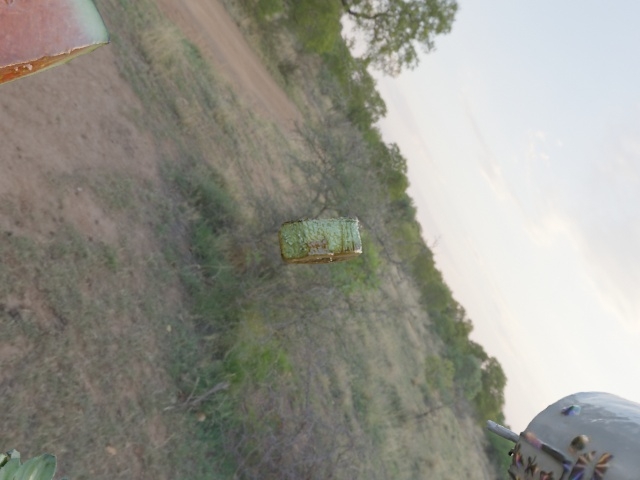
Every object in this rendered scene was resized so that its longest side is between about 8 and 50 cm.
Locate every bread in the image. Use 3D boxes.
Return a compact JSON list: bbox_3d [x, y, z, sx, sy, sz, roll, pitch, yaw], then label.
[{"bbox_3d":[0.000,0.000,0.785,0.128,0.140,0.070,77,11,-82],"label":"bread"}]

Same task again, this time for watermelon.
[{"bbox_3d":[-0.209,-0.128,0.270,0.135,0.125,0.094,61,22,-58],"label":"watermelon"}]

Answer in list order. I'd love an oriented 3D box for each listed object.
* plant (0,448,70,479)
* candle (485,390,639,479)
[{"bbox_3d":[-0.362,0.405,0.602,0.261,0.296,0.306,85,-19,-47],"label":"plant"},{"bbox_3d":[0.267,0.230,0.419,0.188,0.187,0.330,64,-8,0],"label":"candle"}]
